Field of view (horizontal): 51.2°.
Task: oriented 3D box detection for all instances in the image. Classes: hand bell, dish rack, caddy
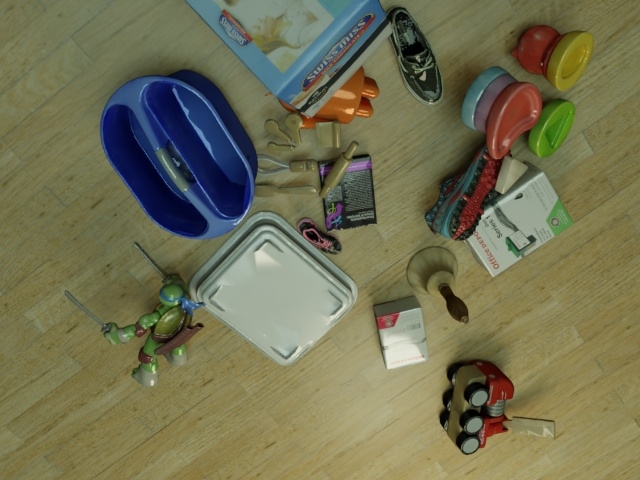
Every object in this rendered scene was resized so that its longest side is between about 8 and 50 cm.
[{"bbox_3d":[0.278,0.117,1.479,0.126,0.242,0.126,-2,113,-6],"label":"hand bell"},{"bbox_3d":[-0.101,0.128,1.529,0.333,0.072,0.285,41,101,-21],"label":"dish rack"},{"bbox_3d":[-0.268,-0.166,1.306,0.241,0.179,0.341,-25,113,17],"label":"caddy"}]

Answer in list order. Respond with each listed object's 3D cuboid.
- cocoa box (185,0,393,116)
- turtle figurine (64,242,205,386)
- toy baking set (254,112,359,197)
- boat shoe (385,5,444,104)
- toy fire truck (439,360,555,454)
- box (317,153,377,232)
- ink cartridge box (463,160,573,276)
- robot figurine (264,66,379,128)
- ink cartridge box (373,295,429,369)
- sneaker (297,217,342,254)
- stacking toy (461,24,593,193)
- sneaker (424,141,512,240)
[{"bbox_3d":[-0.082,-0.424,1.151,0.231,0.228,0.347,-44,82,10],"label":"cocoa box"},{"bbox_3d":[-0.378,0.167,1.464,0.274,0.198,0.266,10,126,0],"label":"turtle figurine"},{"bbox_3d":[-0.042,-0.168,1.397,0.196,0.030,0.256,22,133,-8],"label":"toy baking set"},{"bbox_3d":[0.193,-0.370,1.364,0.077,0.070,0.219,-30,112,5],"label":"boat shoe"},{"bbox_3d":[0.454,0.424,1.689,0.246,0.158,0.217,-3,112,-19],"label":"toy fire truck"},{"bbox_3d":[0.060,-0.103,1.478,0.116,0.029,0.162,-8,111,-3],"label":"box"},{"bbox_3d":[0.428,-0.046,1.513,0.219,0.093,0.160,-36,111,7],"label":"ink cartridge box"},{"bbox_3d":[0.004,-0.304,1.335,0.219,0.158,0.128,11,69,-12],"label":"robot figurine"},{"bbox_3d":[0.194,0.223,1.607,0.109,0.063,0.151,-13,113,-2],"label":"ink cartridge box"},{"bbox_3d":[0.000,0.000,1.496,0.119,0.057,0.047,33,102,-19],"label":"sneaker"},{"bbox_3d":[0.408,-0.279,1.389,0.309,0.130,0.280,-38,143,-20],"label":"stacking toy"},{"bbox_3d":[0.314,-0.126,1.460,0.104,0.125,0.262,45,74,-35],"label":"sneaker"}]
